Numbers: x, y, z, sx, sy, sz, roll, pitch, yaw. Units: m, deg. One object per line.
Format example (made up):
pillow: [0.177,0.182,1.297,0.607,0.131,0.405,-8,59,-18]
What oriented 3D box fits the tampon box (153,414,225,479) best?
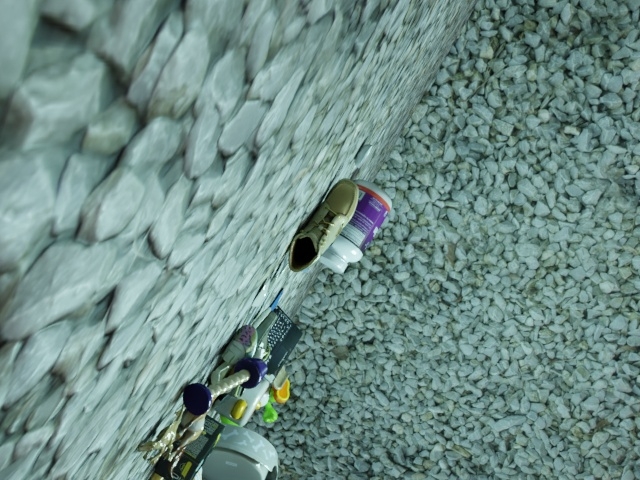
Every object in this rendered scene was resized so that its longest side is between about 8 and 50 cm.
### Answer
tampon box: [-0.352,0.566,1.551,0.120,0.101,0.161,-62,174,27]

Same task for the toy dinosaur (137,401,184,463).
toy dinosaur: [-0.317,0.404,1.182,0.093,0.053,0.183,-62,175,21]

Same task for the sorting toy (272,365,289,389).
sorting toy: [-0.176,0.437,2.235,0.041,0.229,0.307,-14,180,6]

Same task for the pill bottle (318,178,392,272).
pill bottle: [0.112,-0.050,2.071,0.323,0.181,0.181,-58,176,-12]

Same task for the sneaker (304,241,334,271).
sneaker: [0.000,0.000,1.805,0.232,0.081,0.090,-55,-179,-30]

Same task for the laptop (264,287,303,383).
laptop: [-0.153,0.337,2.004,0.136,0.264,0.234,-7,-140,47]

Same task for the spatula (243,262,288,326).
spatula: [-0.164,0.168,1.558,0.242,0.019,0.168,-57,178,32]

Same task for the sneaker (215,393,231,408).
sneaker: [-0.310,0.499,1.952,0.089,0.051,0.170,-61,171,26]

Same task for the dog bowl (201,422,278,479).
dog bowl: [-0.303,0.750,1.940,0.102,0.348,0.349,-75,-171,-49]

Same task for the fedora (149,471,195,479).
fedora: [-0.428,0.707,1.571,0.079,0.194,0.194,-21,-163,30]

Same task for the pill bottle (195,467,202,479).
pill bottle: [-0.439,0.752,1.743,0.117,0.117,0.215,-60,175,11]

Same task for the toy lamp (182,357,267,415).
toy lamp: [-0.212,0.331,1.338,0.080,0.080,0.274,-60,160,14]

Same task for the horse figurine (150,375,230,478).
horse figurine: [-0.323,0.456,1.398,0.263,0.066,0.174,-63,168,23]

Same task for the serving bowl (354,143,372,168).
serving bowl: [0.131,-0.269,1.794,0.083,0.027,0.083,-58,175,-8]

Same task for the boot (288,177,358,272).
boot: [0.007,-0.042,1.559,0.262,0.095,0.203,-56,176,19]

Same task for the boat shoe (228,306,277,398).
boat shoe: [-0.199,0.327,1.653,0.305,0.091,0.109,-57,176,17]

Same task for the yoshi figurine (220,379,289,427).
yoshi figurine: [-0.289,0.665,2.311,0.203,0.204,0.362,-12,160,-44]

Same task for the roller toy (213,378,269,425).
roller toy: [-0.280,0.564,2.070,0.191,0.146,0.209,-57,175,-28]

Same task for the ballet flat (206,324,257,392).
ballet flat: [-0.233,0.316,1.474,0.079,0.077,0.221,-9,134,-58]
